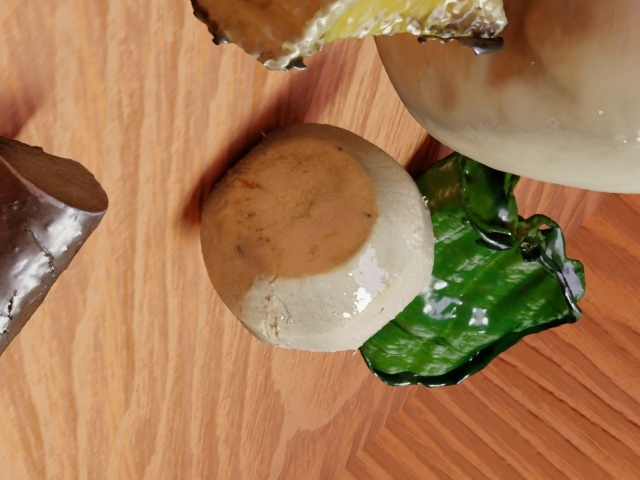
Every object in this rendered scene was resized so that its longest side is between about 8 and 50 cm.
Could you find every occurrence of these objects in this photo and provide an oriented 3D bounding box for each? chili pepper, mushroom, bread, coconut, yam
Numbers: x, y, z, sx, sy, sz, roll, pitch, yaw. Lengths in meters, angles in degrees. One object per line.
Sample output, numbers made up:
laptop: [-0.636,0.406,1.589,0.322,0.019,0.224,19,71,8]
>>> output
chili pepper: [0.149,0.017,1.867,0.385,0.213,0.167,118,-24,-63]
mushroom: [0.200,-0.158,1.181,0.356,0.315,0.315,-58,177,-39]
bread: [0.013,-0.143,0.895,0.169,0.140,0.160,-43,157,-2]
coconut: [-0.002,0.003,1.304,0.161,0.161,0.162,-46,160,-6]
yam: [-0.175,0.017,0.921,0.141,0.079,0.079,-51,168,14]
